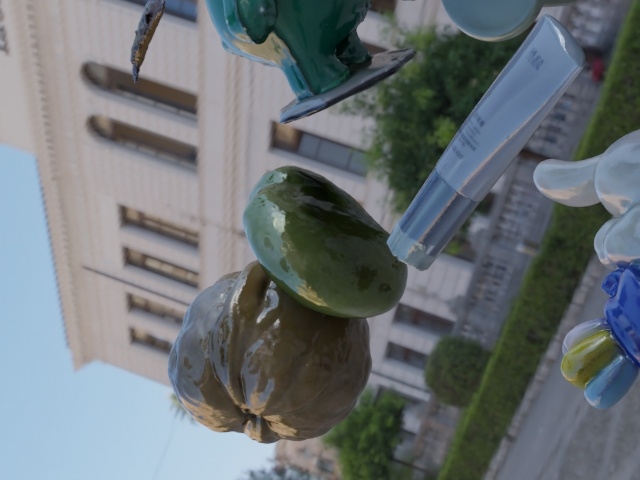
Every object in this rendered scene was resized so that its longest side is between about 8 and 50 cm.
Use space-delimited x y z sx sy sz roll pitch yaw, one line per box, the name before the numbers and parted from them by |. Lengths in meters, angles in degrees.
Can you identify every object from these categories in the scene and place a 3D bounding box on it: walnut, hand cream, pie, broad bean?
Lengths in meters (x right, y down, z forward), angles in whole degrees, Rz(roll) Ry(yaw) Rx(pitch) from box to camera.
walnut | -0.069 0.166 1.620 0.285 0.296 0.285 -1 -90 -71
hand cream | 0.142 -0.081 0.954 0.255 0.048 0.079 -55 40 29
pie | -0.332 -0.393 2.034 0.088 0.033 0.191 -101 31 -44
broad bean | 0.000 0.000 1.535 0.238 0.291 0.119 2 -52 -45

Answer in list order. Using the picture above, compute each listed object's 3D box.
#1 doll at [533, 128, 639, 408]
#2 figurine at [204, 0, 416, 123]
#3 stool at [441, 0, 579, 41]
doll | 0.415 0.008 1.215 0.376 0.187 0.365 -33 42 53
figurine | -0.046 -0.325 1.272 0.340 0.231 0.323 65 -151 -11
stool | 0.334 -0.460 1.886 0.199 0.195 0.195 -31 -80 -49
